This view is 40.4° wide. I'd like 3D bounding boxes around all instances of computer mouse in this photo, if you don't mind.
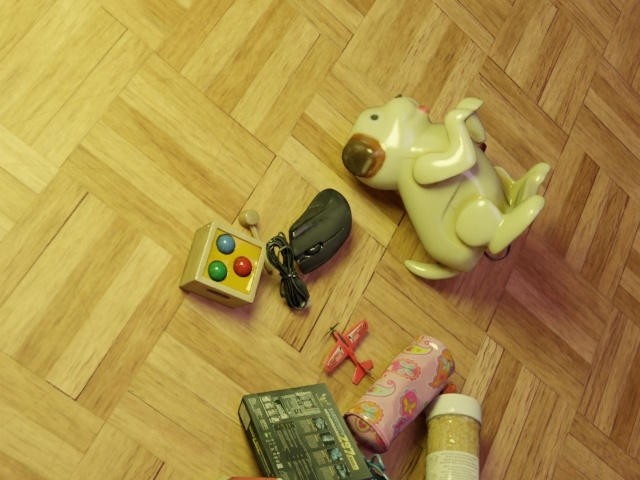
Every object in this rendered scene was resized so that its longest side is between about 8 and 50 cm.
[{"bbox_3d":[0.000,0.000,1.807,0.272,0.072,0.188,-54,138,-36],"label":"computer mouse"}]

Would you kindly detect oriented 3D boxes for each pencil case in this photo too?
[{"bbox_3d":[0.165,0.323,1.830,0.284,0.124,0.124,-43,101,-33],"label":"pencil case"}]

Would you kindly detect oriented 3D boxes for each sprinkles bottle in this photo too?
[{"bbox_3d":[0.274,0.501,1.803,0.121,0.121,0.355,26,50,-24],"label":"sprinkles bottle"}]

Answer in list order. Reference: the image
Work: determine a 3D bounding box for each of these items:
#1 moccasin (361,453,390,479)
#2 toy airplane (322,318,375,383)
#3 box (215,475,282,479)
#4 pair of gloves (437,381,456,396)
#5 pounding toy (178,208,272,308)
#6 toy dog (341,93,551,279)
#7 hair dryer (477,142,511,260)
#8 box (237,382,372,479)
[{"bbox_3d":[0.062,0.468,1.718,0.342,0.138,0.116,19,63,-28],"label":"moccasin"},{"bbox_3d":[0.066,0.239,1.844,0.151,0.028,0.151,8,74,-30],"label":"toy airplane"},{"bbox_3d":[-0.135,0.508,1.521,0.127,0.232,0.148,-30,94,-34],"label":"box"},{"bbox_3d":[0.264,0.338,1.955,0.083,0.010,0.074,40,62,-15],"label":"pair of gloves"},{"bbox_3d":[-0.155,0.023,1.722,0.181,0.094,0.206,25,66,-25],"label":"pounding toy"},{"bbox_3d":[0.244,-0.147,1.910,0.408,0.395,0.284,39,39,-2],"label":"toy dog"},{"bbox_3d":[0.363,-0.099,2.104,0.224,0.080,0.293,1,90,-36],"label":"hair dryer"},{"bbox_3d":[-0.033,0.384,1.646,0.184,0.059,0.232,-5,44,-28],"label":"box"}]
